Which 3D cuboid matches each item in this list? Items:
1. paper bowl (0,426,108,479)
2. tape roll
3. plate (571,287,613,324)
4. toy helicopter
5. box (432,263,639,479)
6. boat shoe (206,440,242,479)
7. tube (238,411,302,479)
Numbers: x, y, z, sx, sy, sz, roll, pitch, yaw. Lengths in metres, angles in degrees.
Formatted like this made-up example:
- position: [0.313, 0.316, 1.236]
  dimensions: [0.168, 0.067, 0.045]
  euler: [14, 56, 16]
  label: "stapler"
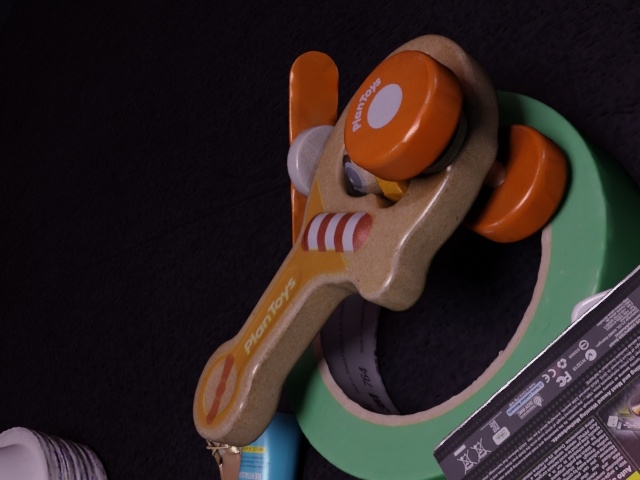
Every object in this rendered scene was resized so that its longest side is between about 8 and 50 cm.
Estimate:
- position: [-0.375, 0.356, 1.050]
  dimensions: [0.284, 0.148, 0.284]
  euler: [-30, 46, 37]
  label: "paper bowl"
- position: [0.101, 0.040, 0.729]
  dimensions: [0.321, 0.077, 0.321]
  euler: [-28, 49, 37]
  label: "tape roll"
- position: [0.285, 0.116, 0.455]
  dimensions: [0.278, 0.045, 0.277]
  euler: [-25, 54, 30]
  label: "plate"
- position: [0.000, 0.000, 0.702]
  dimensions: [0.355, 0.140, 0.235]
  euler: [-56, 35, 13]
  label: "toy helicopter"
- position: [0.212, 0.109, 0.449]
  dimensions: [0.270, 0.060, 0.216]
  euler: [-46, 47, 15]
  label: "box"
- position: [-0.088, 0.192, 0.888]
  dimensions: [0.050, 0.045, 0.135]
  euler: [-37, 43, 31]
  label: "boat shoe"
- position: [-0.053, 0.257, 0.810]
  dimensions: [0.080, 0.052, 0.207]
  euler: [-16, 62, 53]
  label: "tube"
